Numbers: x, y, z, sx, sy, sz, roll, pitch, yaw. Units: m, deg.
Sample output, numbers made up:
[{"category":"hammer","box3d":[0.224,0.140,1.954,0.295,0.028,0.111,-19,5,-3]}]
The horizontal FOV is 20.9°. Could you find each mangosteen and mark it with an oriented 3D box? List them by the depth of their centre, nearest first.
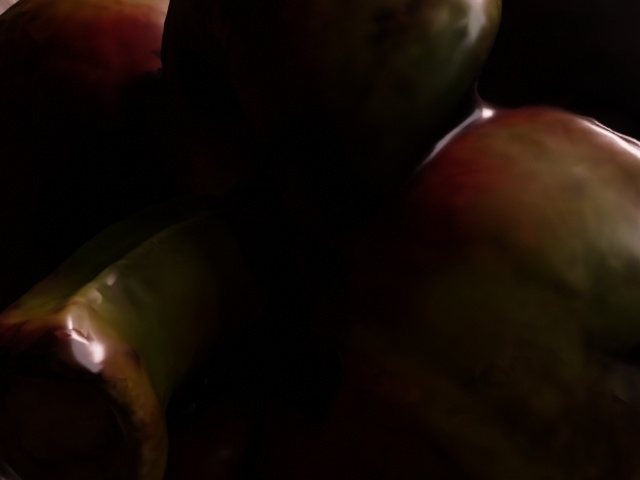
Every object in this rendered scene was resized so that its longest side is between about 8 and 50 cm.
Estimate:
[{"category":"mangosteen","box3d":[0.060,0.036,0.618,0.435,0.382,0.382,-5,54,-27]}]
